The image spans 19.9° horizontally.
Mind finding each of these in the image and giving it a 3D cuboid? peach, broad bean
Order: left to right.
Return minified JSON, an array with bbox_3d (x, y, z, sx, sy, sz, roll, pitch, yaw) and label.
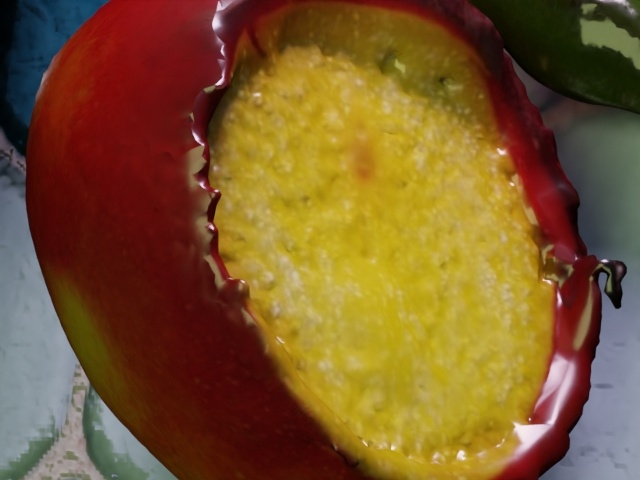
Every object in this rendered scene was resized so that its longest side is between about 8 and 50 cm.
[{"bbox_3d":[0.000,0.000,0.644,0.196,0.190,0.226,-49,49,2],"label":"peach"},{"bbox_3d":[0.066,-0.124,0.719,0.065,0.046,0.254,-37,58,6],"label":"broad bean"}]
